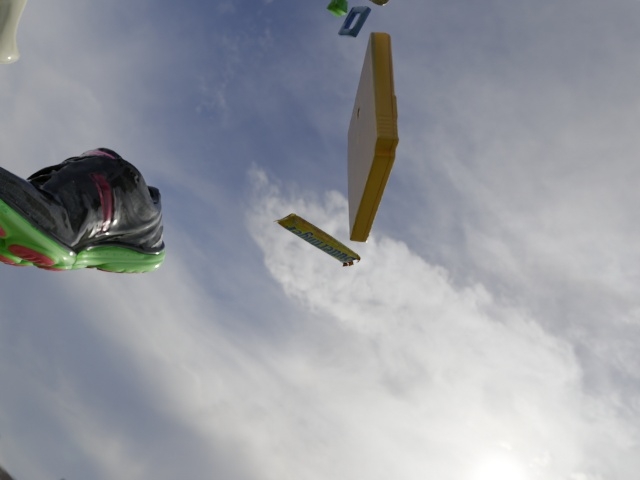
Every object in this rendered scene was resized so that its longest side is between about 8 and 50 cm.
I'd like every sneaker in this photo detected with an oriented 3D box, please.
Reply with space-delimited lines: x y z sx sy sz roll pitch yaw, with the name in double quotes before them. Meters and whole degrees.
"sneaker" -0.390 -0.056 0.773 0.185 0.483 0.202 6 -94 6

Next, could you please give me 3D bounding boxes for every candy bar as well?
"candy bar" 0.000 0.000 0.777 0.040 0.018 0.161 -25 -44 39

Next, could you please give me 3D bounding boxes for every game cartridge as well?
"game cartridge" 0.101 -0.205 1.024 0.052 0.324 0.285 4 -35 -6

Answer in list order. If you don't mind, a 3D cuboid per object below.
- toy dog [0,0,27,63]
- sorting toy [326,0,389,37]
"toy dog" -0.349 -0.295 0.349 0.284 0.408 0.395 8 -35 -10
"sorting toy" 0.124 -0.556 0.962 0.348 0.047 0.196 -51 -144 18
